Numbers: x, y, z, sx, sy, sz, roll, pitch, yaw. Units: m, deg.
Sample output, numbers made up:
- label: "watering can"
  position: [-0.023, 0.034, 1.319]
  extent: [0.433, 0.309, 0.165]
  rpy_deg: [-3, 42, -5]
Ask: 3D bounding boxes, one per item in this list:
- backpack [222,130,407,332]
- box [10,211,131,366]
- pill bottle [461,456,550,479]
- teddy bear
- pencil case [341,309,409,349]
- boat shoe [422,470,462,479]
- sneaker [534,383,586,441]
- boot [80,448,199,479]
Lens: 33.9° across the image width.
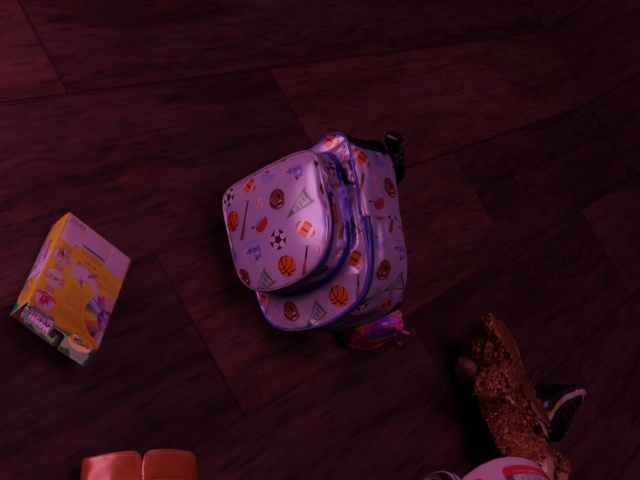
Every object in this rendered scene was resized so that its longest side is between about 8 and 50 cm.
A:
- label: "backpack"
  position: [0.000, 0.000, 1.507]
  extent: [0.213, 0.276, 0.264]
  rpy_deg: [-5, 74, -49]
- label: "box"
  position: [-0.296, 0.063, 1.250]
  extent: [0.105, 0.043, 0.179]
  rpy_deg: [41, 34, -25]
- label: "pill bottle"
  position: [0.313, 0.473, 1.489]
  extent: [0.176, 0.176, 0.318]
  rpy_deg: [33, 15, -33]
- label: "teddy bear"
  position: [0.316, 0.295, 1.779]
  extent: [0.338, 0.113, 0.245]
  rpy_deg: [65, 17, 14]
- label: "pencil case"
  position: [0.065, 0.060, 1.676]
  extent: [0.104, 0.104, 0.236]
  rpy_deg: [13, 53, -47]
- label: "boat shoe"
  position: [0.128, 0.432, 1.430]
  extent: [0.119, 0.121, 0.335]
  rpy_deg: [49, 36, -21]
- label: "sneaker"
  position: [0.433, 0.328, 1.981]
  extent: [0.234, 0.084, 0.097]
  rpy_deg: [-7, 93, -53]
- label: "boot"
  position: [-0.133, 0.337, 1.131]
  extent: [0.283, 0.109, 0.220]
  rpy_deg: [3, 47, -13]
